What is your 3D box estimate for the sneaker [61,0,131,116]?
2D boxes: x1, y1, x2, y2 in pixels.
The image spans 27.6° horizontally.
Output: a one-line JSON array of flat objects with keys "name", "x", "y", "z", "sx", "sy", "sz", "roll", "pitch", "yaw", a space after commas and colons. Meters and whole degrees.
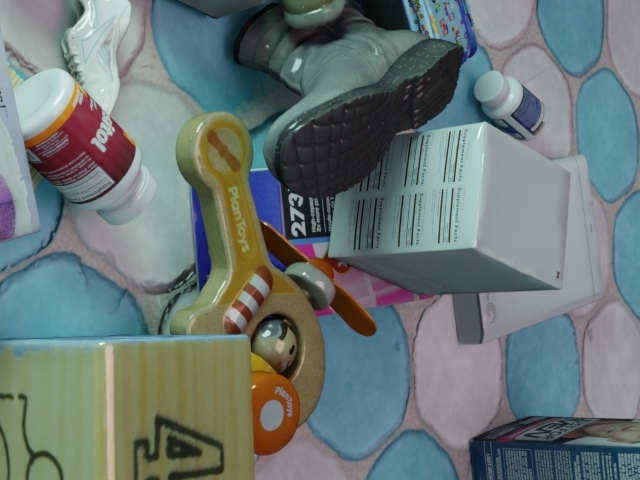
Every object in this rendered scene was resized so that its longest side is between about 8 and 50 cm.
[{"name": "sneaker", "x": -0.231, "y": -0.178, "z": 1.296, "sx": 0.061, "sy": 0.054, "sz": 0.152, "roll": 14, "pitch": 73, "yaw": -33}]

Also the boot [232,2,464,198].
[{"name": "boot", "x": -0.014, "y": -0.170, "z": 1.429, "sx": 0.338, "sy": 0.223, "sz": 0.118, "roll": -33, "pitch": 143, "yaw": -49}]

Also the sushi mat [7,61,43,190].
[{"name": "sushi mat", "x": -0.347, "y": -0.034, "z": 1.163, "sx": 0.151, "sy": 0.019, "sz": 0.316, "roll": 53, "pitch": 50, "yaw": -34}]

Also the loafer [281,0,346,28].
[{"name": "loafer", "x": -0.007, "y": -0.343, "z": 1.480, "sx": 0.251, "sy": 0.094, "sz": 0.087, "roll": -90, "pitch": 165, "yaw": -47}]

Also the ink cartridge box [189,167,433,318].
[{"name": "ink cartridge box", "x": 0.000, "y": 0.000, "z": 1.544, "sx": 0.371, "sy": 0.069, "sz": 0.175, "roll": -6, "pitch": 91, "yaw": -48}]

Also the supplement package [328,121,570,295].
[{"name": "supplement package", "x": 0.153, "y": -0.030, "z": 1.522, "sx": 0.194, "sy": 0.203, "sz": 0.149, "roll": 23, "pitch": 69, "yaw": -47}]

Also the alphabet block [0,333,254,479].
[{"name": "alphabet block", "x": -0.189, "y": 0.187, "z": 1.202, "sx": 0.193, "sy": 0.192, "sz": 0.197, "roll": 2, "pitch": 86, "yaw": -48}]

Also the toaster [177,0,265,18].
[{"name": "toaster", "x": -0.133, "y": -0.346, "z": 1.373, "sx": 0.186, "sy": 0.110, "sz": 0.168, "roll": 18, "pitch": 72, "yaw": -48}]

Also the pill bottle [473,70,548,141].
[{"name": "pill bottle", "x": 0.273, "y": -0.196, "z": 1.877, "sx": 0.120, "sy": 0.067, "sz": 0.067, "roll": 31, "pitch": 64, "yaw": -45}]

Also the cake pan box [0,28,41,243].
[{"name": "cake pan box", "x": -0.345, "y": -0.110, "z": 1.059, "sx": 0.246, "sy": 0.070, "sz": 0.267, "roll": -23, "pitch": 105, "yaw": -67}]

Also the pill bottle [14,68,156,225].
[{"name": "pill bottle", "x": -0.226, "y": -0.084, "z": 1.233, "sx": 0.152, "sy": 0.086, "sz": 0.086, "roll": 48, "pitch": 53, "yaw": -39}]

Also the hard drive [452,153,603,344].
[{"name": "hard drive", "x": 0.304, "y": 0.004, "z": 1.914, "sx": 0.353, "sy": 0.047, "sz": 0.233, "roll": -13, "pitch": 96, "yaw": -49}]

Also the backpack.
[{"name": "backpack", "x": 0.138, "y": -0.289, "z": 1.688, "sx": 0.173, "sy": 0.117, "sz": 0.158, "roll": -34, "pitch": 113, "yaw": -49}]

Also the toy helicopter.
[{"name": "toy helicopter", "x": -0.066, "y": 0.034, "z": 1.363, "sx": 0.235, "sy": 0.140, "sz": 0.355, "roll": -24, "pitch": 109, "yaw": -39}]

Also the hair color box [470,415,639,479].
[{"name": "hair color box", "x": 0.396, "y": 0.306, "z": 1.764, "sx": 0.174, "sy": 0.347, "sz": 0.105, "roll": -9, "pitch": 94, "yaw": -50}]
